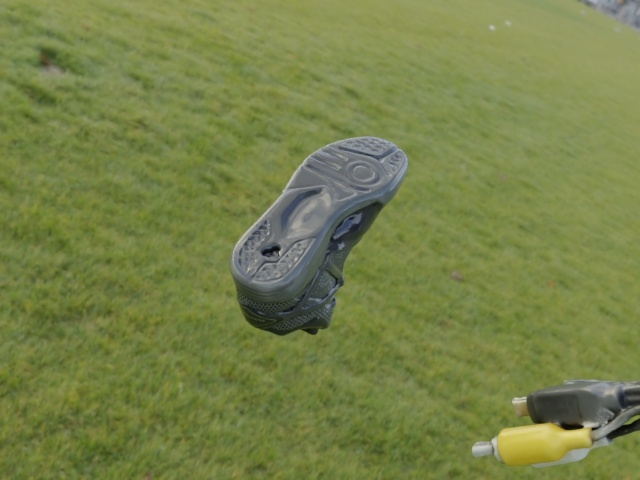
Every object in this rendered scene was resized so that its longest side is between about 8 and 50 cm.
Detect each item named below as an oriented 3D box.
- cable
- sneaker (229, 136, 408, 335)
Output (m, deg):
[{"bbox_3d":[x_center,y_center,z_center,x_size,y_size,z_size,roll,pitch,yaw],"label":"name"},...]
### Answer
[{"bbox_3d":[0.262,0.147,0.679,0.139,0.072,0.287,-8,-6,-35],"label":"cable"},{"bbox_3d":[0.000,0.000,0.782,0.087,0.130,0.227,28,55,17],"label":"sneaker"}]
